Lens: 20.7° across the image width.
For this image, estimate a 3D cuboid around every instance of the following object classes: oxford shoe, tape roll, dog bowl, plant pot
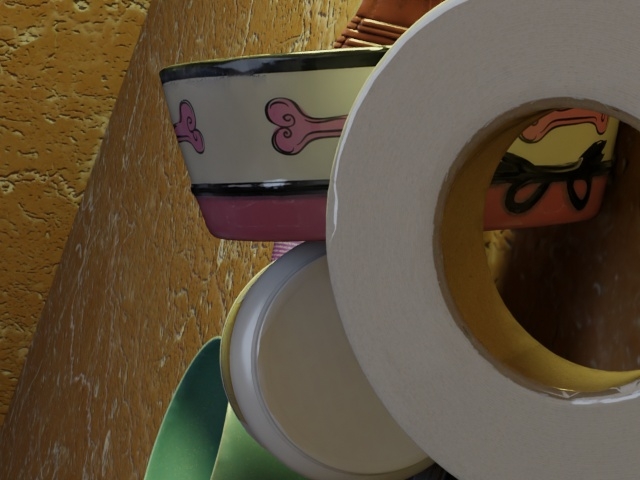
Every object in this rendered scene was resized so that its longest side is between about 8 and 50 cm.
[{"bbox_3d":[0.095,-0.249,1.976,0.130,0.123,0.348,-52,-19,-66],"label":"oxford shoe"},{"bbox_3d":[0.185,0.003,1.200,0.392,0.072,0.392,6,101,31],"label":"tape roll"},{"bbox_3d":[0.068,-0.084,1.503,0.408,0.408,0.150,-174,81,-72],"label":"dog bowl"},{"bbox_3d":[-0.066,0.273,1.932,0.290,0.195,0.290,-161,90,-73],"label":"plant pot"}]

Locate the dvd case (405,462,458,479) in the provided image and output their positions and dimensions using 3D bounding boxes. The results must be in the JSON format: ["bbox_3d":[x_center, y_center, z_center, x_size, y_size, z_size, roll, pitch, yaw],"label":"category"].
[{"bbox_3d":[0.097,0.235,1.674,0.253,0.022,0.180,-59,4,46],"label":"dvd case"}]

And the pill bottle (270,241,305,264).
[{"bbox_3d":[0.000,0.000,2.059,0.108,0.108,0.193,-178,98,-71],"label":"pill bottle"}]

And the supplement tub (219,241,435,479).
[{"bbox_3d":[0.026,0.109,1.611,0.316,0.228,0.228,151,129,-83],"label":"supplement tub"}]
